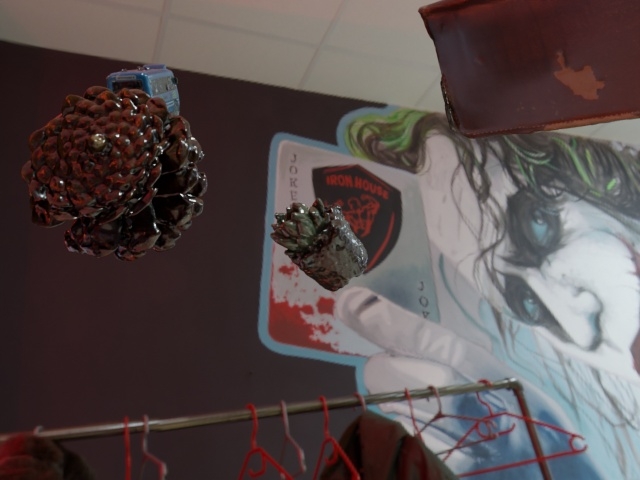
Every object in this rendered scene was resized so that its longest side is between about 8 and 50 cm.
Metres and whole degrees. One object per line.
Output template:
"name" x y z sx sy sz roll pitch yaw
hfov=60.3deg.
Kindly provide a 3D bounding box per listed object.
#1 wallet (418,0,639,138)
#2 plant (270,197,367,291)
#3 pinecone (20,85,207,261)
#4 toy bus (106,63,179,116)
"wallet" 0.141 -0.108 0.298 0.176 0.095 0.026 -1 30 47
"plant" 0.000 0.000 1.084 0.132 0.129 0.194 -37 -66 16
"pinecone" -0.156 -0.047 0.435 0.140 0.140 0.121 -15 -25 8
"toy bus" -0.436 -0.364 1.374 0.113 0.246 0.134 -2 -70 2
